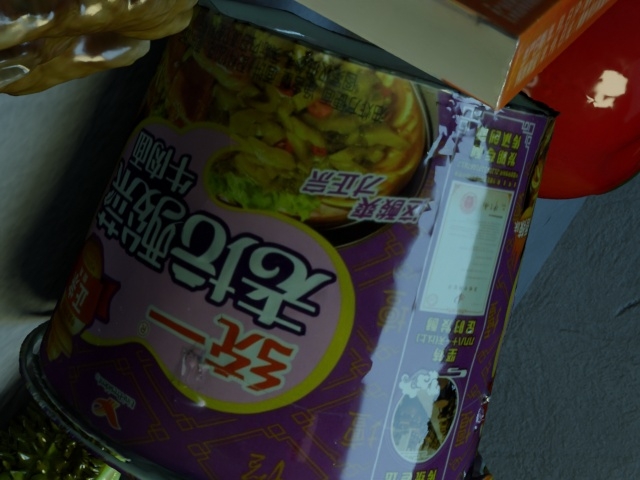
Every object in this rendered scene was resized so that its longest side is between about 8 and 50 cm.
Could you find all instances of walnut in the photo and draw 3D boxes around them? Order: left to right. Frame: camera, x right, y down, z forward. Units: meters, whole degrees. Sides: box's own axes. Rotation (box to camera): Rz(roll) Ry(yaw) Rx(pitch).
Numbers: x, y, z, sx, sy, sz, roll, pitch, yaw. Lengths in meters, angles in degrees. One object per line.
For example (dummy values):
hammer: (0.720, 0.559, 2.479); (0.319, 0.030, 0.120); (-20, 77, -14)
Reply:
walnut: (-0.138, -0.107, 0.545); (0.143, 0.069, 0.170); (-24, 180, 40)

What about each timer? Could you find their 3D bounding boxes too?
timer: (0.228, -0.225, 1.027); (0.378, 0.279, 0.378); (-52, 164, -22)

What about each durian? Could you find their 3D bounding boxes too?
durian: (-0.211, 0.176, 0.846); (0.095, 0.137, 0.221); (30, 102, -40)

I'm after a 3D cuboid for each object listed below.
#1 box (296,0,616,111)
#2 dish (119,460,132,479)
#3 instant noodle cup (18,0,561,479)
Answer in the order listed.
box: (0.050, -0.202, 0.611); (0.273, 0.265, 0.048); (-44, 156, -39)
dish: (-0.190, 0.242, 0.959); (0.273, 0.134, 0.273); (-166, -90, -80)
instant noodle cup: (0.000, 0.000, 0.770); (0.340, 0.340, 0.266); (-12, 123, -66)
